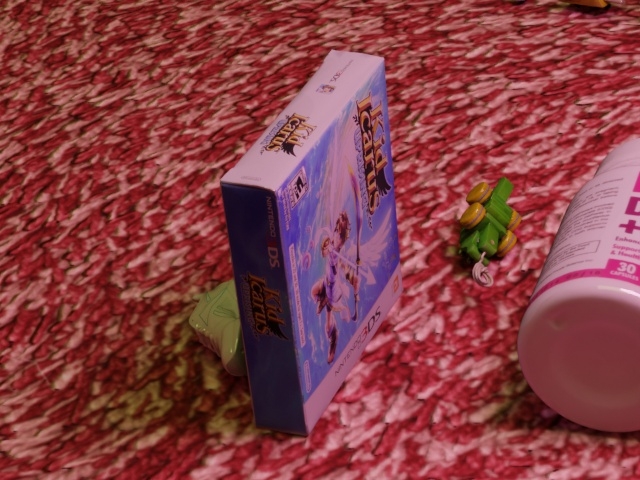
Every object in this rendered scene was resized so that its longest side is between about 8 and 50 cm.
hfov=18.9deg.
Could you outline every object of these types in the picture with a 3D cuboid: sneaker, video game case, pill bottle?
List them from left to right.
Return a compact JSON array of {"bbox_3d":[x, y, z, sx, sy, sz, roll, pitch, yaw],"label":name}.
[{"bbox_3d":[-0.094,0.090,1.862,0.061,0.053,0.152,-16,27,4],"label":"sneaker"},{"bbox_3d":[0.000,0.000,1.774,0.061,0.269,0.244,9,36,21],"label":"video game case"},{"bbox_3d":[0.288,0.031,1.770,0.160,0.160,0.283,5,35,18],"label":"pill bottle"}]

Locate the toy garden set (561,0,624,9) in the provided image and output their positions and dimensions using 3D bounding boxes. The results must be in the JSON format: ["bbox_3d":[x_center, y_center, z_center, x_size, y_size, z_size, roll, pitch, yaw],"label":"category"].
[{"bbox_3d":[0.434,-0.318,2.391,0.244,0.049,0.204,22,41,36],"label":"toy garden set"}]

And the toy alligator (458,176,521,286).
[{"bbox_3d":[0.161,-0.001,1.952,0.051,0.056,0.189,-39,18,34],"label":"toy alligator"}]
